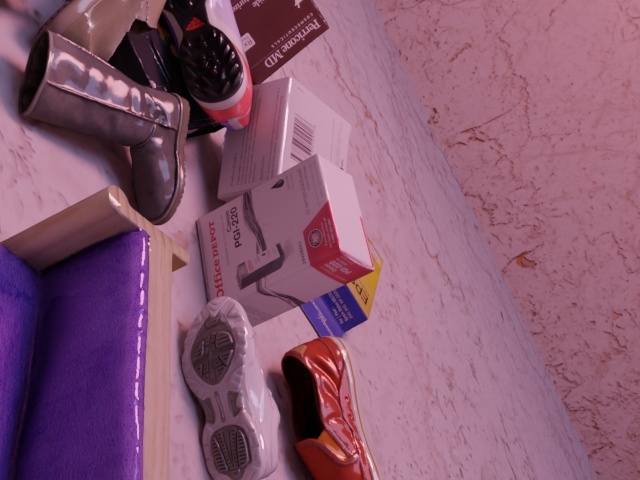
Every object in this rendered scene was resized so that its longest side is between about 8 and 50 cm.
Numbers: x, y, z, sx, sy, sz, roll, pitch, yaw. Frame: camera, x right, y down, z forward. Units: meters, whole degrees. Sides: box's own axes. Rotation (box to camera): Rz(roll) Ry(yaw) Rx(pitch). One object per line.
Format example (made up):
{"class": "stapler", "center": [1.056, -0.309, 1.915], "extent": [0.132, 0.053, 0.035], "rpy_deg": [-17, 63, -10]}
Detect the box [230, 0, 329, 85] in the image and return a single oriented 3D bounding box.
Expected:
{"class": "box", "center": [-0.127, -0.401, 1.357], "extent": [0.203, 0.168, 0.167], "rpy_deg": [52, -4, -30]}

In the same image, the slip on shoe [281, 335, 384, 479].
{"class": "slip on shoe", "center": [0.012, 0.296, 1.117], "extent": [0.101, 0.123, 0.331], "rpy_deg": [0, 69, -32]}

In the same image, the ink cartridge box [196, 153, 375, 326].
{"class": "ink cartridge box", "center": [-0.054, 0.005, 1.093], "extent": [0.092, 0.218, 0.158], "rpy_deg": [28, 42, -50]}

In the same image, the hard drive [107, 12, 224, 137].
{"class": "hard drive", "center": [-0.256, -0.309, 1.166], "extent": [0.339, 0.064, 0.237], "rpy_deg": [65, 21, -5]}

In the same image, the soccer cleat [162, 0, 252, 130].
{"class": "soccer cleat", "center": [-0.168, -0.308, 1.175], "extent": [0.116, 0.108, 0.318], "rpy_deg": [68, 4, -67]}

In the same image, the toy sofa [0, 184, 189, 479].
{"class": "toy sofa", "center": [-0.208, 0.131, 0.620], "extent": [0.177, 0.150, 0.362], "rpy_deg": [45, 30, -46]}

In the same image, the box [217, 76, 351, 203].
{"class": "box", "center": [-0.051, -0.125, 1.240], "extent": [0.182, 0.119, 0.181], "rpy_deg": [29, 60, -51]}

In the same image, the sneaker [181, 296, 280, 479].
{"class": "sneaker", "center": [-0.102, 0.186, 0.989], "extent": [0.115, 0.090, 0.232], "rpy_deg": [31, 49, -67]}

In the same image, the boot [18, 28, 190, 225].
{"class": "boot", "center": [-0.254, -0.127, 0.953], "extent": [0.208, 0.076, 0.189], "rpy_deg": [17, 70, -55]}

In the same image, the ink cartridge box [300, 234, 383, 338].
{"class": "ink cartridge box", "center": [0.000, 0.000, 1.442], "extent": [0.303, 0.072, 0.307], "rpy_deg": [58, 20, -18]}

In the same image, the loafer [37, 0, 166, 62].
{"class": "loafer", "center": [-0.234, -0.310, 1.016], "extent": [0.092, 0.268, 0.102], "rpy_deg": [51, -19, -24]}
